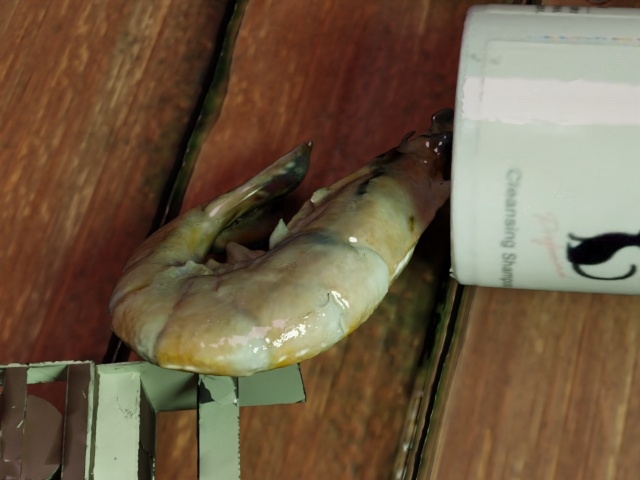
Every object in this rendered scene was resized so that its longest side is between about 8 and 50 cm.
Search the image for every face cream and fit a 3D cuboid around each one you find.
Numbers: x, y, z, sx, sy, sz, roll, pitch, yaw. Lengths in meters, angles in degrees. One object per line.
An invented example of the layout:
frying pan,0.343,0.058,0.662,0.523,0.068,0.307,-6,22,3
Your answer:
face cream,0.253,-0.040,0.797,0.369,0.145,0.145,3,57,10

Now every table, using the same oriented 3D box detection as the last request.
table,-0.094,0.133,0.779,0.175,0.062,0.146,-4,56,3

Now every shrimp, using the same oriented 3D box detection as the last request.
shrimp,-0.016,0.000,0.838,0.145,0.059,0.254,2,31,26
